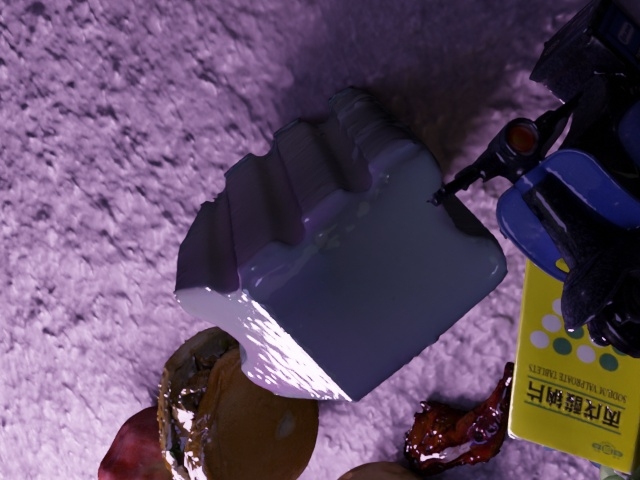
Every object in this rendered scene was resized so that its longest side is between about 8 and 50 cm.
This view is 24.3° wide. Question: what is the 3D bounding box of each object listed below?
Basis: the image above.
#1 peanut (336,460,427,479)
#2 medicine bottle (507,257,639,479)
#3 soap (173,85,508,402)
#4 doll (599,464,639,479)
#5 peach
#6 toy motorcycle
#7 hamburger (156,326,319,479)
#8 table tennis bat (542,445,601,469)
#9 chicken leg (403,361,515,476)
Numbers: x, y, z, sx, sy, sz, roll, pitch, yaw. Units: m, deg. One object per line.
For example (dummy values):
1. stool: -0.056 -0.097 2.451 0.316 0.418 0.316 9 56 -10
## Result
1. peanut: 0.070 0.330 1.722 0.140 0.109 0.159 37 127 27
2. medicine bottle: 0.273 0.081 1.430 0.137 0.141 0.250 15 124 21
3. soap: 0.000 0.000 1.414 0.261 0.446 0.156 -40 104 4
4. doll: 0.370 0.374 1.503 0.322 0.198 0.186 42 108 8
5. peach: -0.204 0.283 1.864 0.152 0.152 0.152 15 124 24
6. toy motorcycle: 0.230 -0.055 1.239 0.213 0.358 0.125 41 129 -7
7. hamburger: -0.101 0.210 1.715 0.122 0.189 0.215 7 122 40
8. table tennis bat: 0.306 0.212 1.565 0.155 0.019 0.100 -6 115 33
9. chicken leg: 0.162 0.204 1.635 0.205 0.053 0.093 -30 84 36
